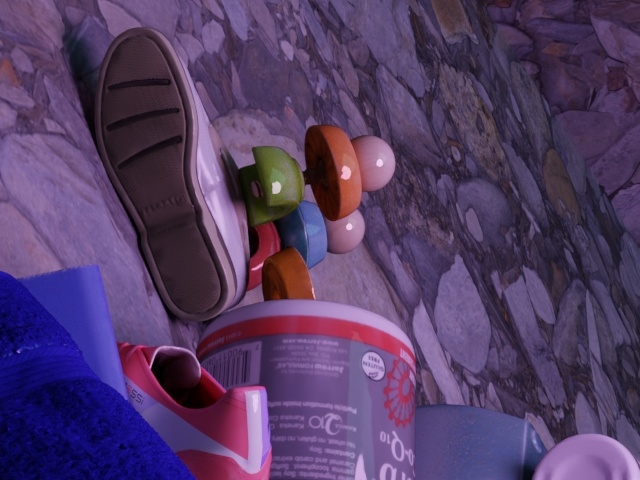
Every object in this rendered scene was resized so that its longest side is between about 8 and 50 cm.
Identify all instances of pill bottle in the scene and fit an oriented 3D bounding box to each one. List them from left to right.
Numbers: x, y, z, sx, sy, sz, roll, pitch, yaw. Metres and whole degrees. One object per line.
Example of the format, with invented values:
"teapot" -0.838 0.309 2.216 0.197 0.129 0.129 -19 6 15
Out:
"pill bottle" -0.019 0.254 1.520 0.210 0.210 0.362 40 45 -50
"pill bottle" 0.309 0.290 1.752 0.208 0.119 0.119 42 33 -47

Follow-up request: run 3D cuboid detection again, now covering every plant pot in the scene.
"plant pot" 0.143 0.324 1.835 0.247 0.252 0.247 58 25 -22

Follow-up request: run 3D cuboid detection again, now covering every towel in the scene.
"towel" -0.227 0.129 1.054 0.308 0.228 0.076 40 -36 43

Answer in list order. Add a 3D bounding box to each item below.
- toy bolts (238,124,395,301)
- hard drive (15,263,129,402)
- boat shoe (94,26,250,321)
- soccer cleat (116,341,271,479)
"toy bolts" 0.000 0.000 1.807 0.228 0.159 0.218 141 -64 -70
"hard drive" -0.227 0.188 1.191 0.040 0.210 0.318 109 -32 -70
"boat shoe" -0.147 -0.070 1.739 0.103 0.113 0.302 -28 106 -69
"soccer cleat" -0.147 0.121 1.319 0.109 0.318 0.116 0 106 -41
